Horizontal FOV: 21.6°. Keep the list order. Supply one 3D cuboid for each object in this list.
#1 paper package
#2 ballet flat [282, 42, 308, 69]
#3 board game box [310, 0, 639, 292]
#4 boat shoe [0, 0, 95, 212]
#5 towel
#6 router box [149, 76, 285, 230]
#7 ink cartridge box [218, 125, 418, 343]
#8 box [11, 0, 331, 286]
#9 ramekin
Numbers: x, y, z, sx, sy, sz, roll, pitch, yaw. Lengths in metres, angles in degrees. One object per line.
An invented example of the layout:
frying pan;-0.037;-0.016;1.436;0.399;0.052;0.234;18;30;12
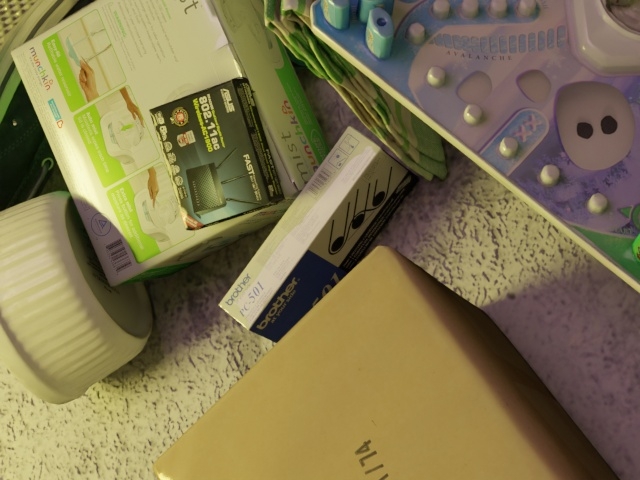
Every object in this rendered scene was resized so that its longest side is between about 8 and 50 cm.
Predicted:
paper package;0.066;0.224;1.384;0.309;0.168;0.325;-44;52;11
ballet flat;-0.039;-0.214;1.720;0.247;0.083;0.087;-20;31;27
board game box;0.258;-0.194;1.326;0.390;0.050;0.390;40;72;13
boat shoe;-0.311;-0.206;1.867;0.187;0.156;0.500;5;60;42
towel;0.037;-0.221;1.506;0.038;0.325;0.247;-13;62;23
router box;-0.095;-0.079;1.547;0.092;0.038;0.122;-18;90;23
ink cartridge box;0.000;0.000;1.577;0.046;0.097;0.207;38;93;29
box;-0.141;-0.121;1.651;0.231;0.127;0.262;-27;83;23
ramekin;-0.256;0.049;1.675;0.109;0.207;0.207;-27;56;13
